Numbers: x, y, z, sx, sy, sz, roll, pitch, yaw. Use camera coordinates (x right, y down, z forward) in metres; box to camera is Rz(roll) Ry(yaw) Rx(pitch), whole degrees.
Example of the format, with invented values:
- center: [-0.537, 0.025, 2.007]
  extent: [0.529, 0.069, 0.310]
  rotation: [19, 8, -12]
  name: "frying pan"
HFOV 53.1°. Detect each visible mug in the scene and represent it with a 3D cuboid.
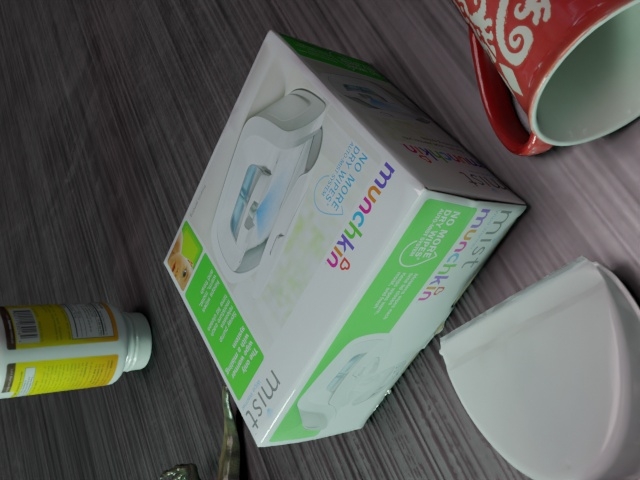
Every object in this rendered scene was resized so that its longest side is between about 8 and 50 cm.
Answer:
- center: [0.134, -0.149, 0.422]
  extent: [0.150, 0.113, 0.169]
  rotation: [-48, 51, 34]
  name: "mug"

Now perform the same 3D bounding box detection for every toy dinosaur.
- center: [-0.123, 0.304, 0.732]
  extent: [0.118, 0.064, 0.268]
  rotation: [-18, 73, 40]
  name: "toy dinosaur"

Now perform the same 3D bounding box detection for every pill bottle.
- center: [-0.346, 0.144, 0.870]
  extent: [0.117, 0.215, 0.117]
  rotation: [-3, 86, 48]
  name: "pill bottle"

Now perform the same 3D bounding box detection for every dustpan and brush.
- center: [0.173, 0.135, 0.412]
  extent: [0.147, 0.060, 0.211]
  rotation: [-42, 52, 41]
  name: "dustpan and brush"

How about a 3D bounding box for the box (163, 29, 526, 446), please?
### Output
- center: [0.000, 0.000, 0.556]
  extent: [0.231, 0.127, 0.262]
  rotation: [54, 125, 37]
  name: "box"
